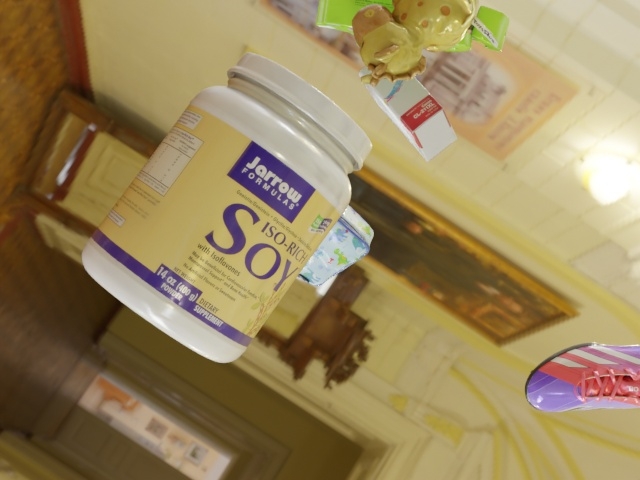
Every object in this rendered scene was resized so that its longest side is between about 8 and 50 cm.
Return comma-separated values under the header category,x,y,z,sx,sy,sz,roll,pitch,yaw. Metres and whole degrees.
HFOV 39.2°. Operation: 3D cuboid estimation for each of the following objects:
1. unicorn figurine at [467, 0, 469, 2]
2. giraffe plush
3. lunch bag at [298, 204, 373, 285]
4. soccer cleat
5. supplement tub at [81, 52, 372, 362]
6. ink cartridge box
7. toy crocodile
category,x,y,z,sx,sy,sz,roll,pitch,yaw
unicorn figurine,0.189,-0.442,1.477,0.060,0.111,0.162,-32,-119,59
giraffe plush,0.121,-0.300,1.285,0.170,0.210,0.181,-35,149,-8
lunch bag,0.000,0.000,2.150,0.219,0.176,0.090,-32,-157,34
soccer cleat,0.490,0.223,1.436,0.116,0.318,0.108,-108,-169,-74
supplement tub,-0.112,-0.041,1.128,0.331,0.241,0.241,-55,-179,-4
ink cartridge box,0.160,-0.248,1.645,0.072,0.175,0.127,-38,153,4
toy crocodile,0.163,-0.387,1.575,0.105,0.341,0.115,117,-24,-89
